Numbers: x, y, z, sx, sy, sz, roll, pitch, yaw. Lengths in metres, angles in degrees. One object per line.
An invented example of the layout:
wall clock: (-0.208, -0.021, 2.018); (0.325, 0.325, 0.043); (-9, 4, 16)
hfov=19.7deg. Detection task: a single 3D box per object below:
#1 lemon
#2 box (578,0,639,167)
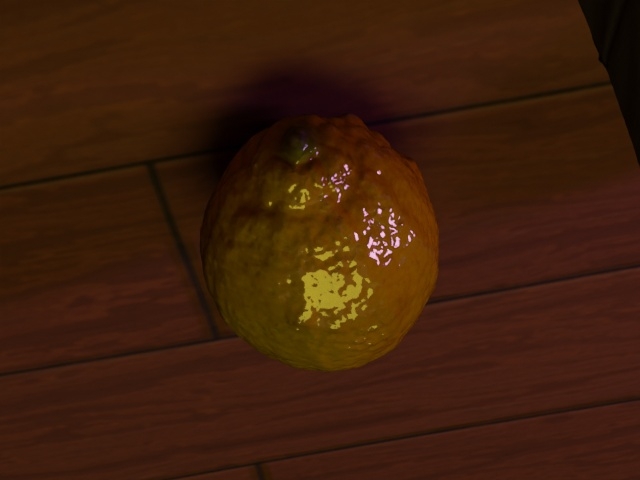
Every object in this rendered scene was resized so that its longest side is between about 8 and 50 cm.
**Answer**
lemon: (0.000, 0.000, 1.073); (0.142, 0.142, 0.187); (-10, 145, 2)
box: (0.262, -0.127, 0.882); (0.252, 0.188, 0.153); (-6, 149, -12)
